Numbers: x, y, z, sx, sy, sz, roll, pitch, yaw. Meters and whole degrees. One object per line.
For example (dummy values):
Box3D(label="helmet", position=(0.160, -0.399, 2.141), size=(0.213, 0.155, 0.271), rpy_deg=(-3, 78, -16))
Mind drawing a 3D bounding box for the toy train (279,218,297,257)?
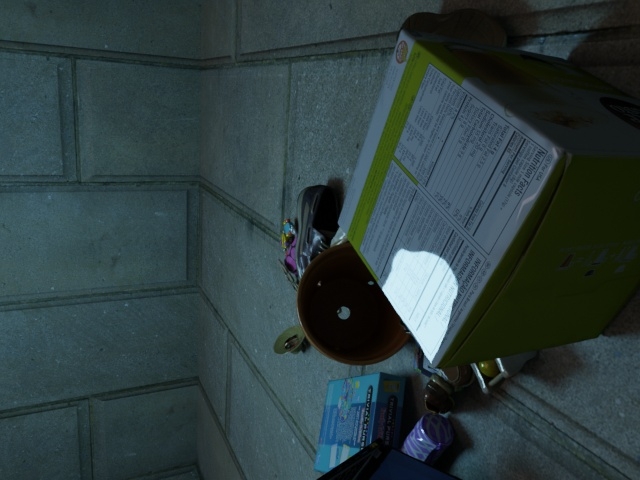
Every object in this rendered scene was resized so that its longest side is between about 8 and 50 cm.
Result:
Box3D(label="toy train", position=(-0.101, 0.004, 1.882), size=(0.125, 0.046, 0.166), rpy_deg=(52, 141, 48))

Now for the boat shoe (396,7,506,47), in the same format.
Box3D(label="boat shoe", position=(0.270, -0.397, 1.046), size=(0.104, 0.089, 0.285), rpy_deg=(-58, 38, 10))

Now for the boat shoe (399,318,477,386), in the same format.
Box3D(label="boat shoe", position=(0.211, 0.165, 1.083), size=(0.110, 0.104, 0.307), rpy_deg=(-62, 41, 43))

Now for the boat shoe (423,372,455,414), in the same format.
Box3D(label="boat shoe", position=(0.244, 0.338, 1.112), size=(0.064, 0.060, 0.178), rpy_deg=(36, 164, 31))

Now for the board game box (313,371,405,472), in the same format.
Box3D(label="board game box", position=(0.097, 0.495, 1.383), size=(0.336, 0.079, 0.253), rpy_deg=(141, 143, -62))

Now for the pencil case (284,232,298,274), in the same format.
Box3D(label="pencil case", position=(-0.054, 0.033, 1.741), size=(0.098, 0.095, 0.209), rpy_deg=(55, 145, 20))

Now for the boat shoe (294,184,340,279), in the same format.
Box3D(label="boat shoe", position=(0.000, 0.000, 1.574), size=(0.130, 0.132, 0.355), rpy_deg=(-18, 77, 62))

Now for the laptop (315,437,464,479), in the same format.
Box3D(label="laptop", position=(0.091, 0.620, 1.092), size=(0.236, 0.408, 0.382), rpy_deg=(49, 137, 29))

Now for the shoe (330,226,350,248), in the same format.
Box3D(label="shoe", position=(0.096, -0.025, 1.444), size=(0.219, 0.077, 0.058), rpy_deg=(-34, 59, 52))

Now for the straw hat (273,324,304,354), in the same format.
Box3D(label="straw hat", position=(-0.097, 0.378, 1.887), size=(0.061, 0.144, 0.144), rpy_deg=(53, 166, -25))

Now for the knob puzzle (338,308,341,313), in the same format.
Box3D(label="knob puzzle", position=(-0.004, 0.181, 1.717), size=(0.213, 0.030, 0.213), rpy_deg=(15, 107, 63))

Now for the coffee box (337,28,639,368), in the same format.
Box3D(label="coffee box", position=(0.276, -0.064, 0.768), size=(0.334, 0.338, 0.338), rpy_deg=(58, 142, 43))

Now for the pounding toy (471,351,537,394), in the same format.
Box3D(label="pounding toy", position=(0.292, 0.127, 0.966), size=(0.269, 0.154, 0.155), rpy_deg=(67, 148, 34))

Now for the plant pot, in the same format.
Box3D(label="plant pot", position=(0.076, 0.170, 1.309), size=(0.203, 0.291, 0.290), rpy_deg=(115, 146, -72))

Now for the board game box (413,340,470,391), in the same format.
Box3D(label="board game box", position=(0.269, 0.223, 1.146), size=(0.141, 0.048, 0.170), rpy_deg=(17, 108, 60))

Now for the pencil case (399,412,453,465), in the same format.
Box3D(label="pencil case", position=(0.233, 0.487, 1.202), size=(0.088, 0.086, 0.206), rpy_deg=(-85, 9, -54))

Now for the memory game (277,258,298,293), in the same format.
Box3D(label="memory game", position=(-0.102, 0.143, 1.828), size=(0.186, 0.012, 0.186), rpy_deg=(56, 171, 14))
